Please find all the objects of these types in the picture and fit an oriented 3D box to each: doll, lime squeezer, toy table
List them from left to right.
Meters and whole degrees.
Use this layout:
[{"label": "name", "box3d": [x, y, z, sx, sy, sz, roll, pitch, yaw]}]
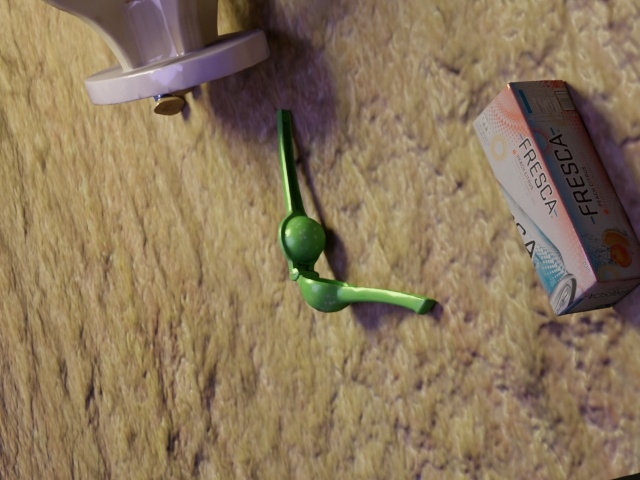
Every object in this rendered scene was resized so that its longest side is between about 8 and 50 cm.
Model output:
[{"label": "doll", "box3d": [-0.209, -0.239, 1.841, 0.129, 0.046, 0.189, -56, 50, 46]}, {"label": "toy table", "box3d": [-0.174, -0.243, 1.617, 0.274, 0.252, 0.160, -2, 110, 48]}, {"label": "lime squeezer", "box3d": [0.000, 0.000, 1.530, 0.310, 0.059, 0.110, 55, 140, 39]}]

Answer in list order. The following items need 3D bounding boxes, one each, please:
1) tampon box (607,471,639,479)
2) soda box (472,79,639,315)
[{"label": "tampon box", "box3d": [0.261, 0.224, 1.038, 0.101, 0.161, 0.120, 28, 120, 54]}, {"label": "soda box", "box3d": [0.187, -0.036, 1.210, 0.063, 0.058, 0.183, -50, 53, 50]}]
